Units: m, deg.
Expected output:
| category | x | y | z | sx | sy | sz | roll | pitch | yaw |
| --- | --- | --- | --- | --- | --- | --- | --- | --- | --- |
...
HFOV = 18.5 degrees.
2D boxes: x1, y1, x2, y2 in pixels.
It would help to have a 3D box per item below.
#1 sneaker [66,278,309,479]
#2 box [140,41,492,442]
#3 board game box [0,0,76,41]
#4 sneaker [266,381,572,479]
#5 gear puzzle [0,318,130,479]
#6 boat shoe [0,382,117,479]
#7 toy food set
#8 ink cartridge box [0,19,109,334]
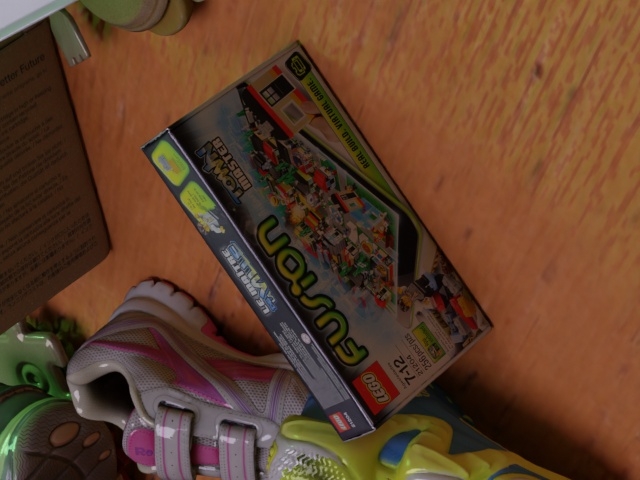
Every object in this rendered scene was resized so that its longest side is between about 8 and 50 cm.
| category | x | y | z | sx | sy | sz | roll | pitch | yaw |
| --- | --- | --- | --- | --- | --- | --- | --- | --- | --- |
| sneaker | -0.071 | 0.125 | 1.320 | 0.252 | 0.111 | 0.103 | 24 | 135 | 33 |
| box | 0.000 | 0.000 | 1.136 | 0.207 | 0.114 | 0.036 | 55 | 144 | -5 |
| board game box | -0.277 | -0.280 | 1.085 | 0.390 | 0.050 | 0.390 | -25 | 101 | 20 |
| sneaker | 0.091 | 0.135 | 1.187 | 0.240 | 0.126 | 0.091 | 20 | 126 | -4 |
| gear puzzle | -0.230 | 0.123 | 1.551 | 0.175 | 0.044 | 0.339 | -1 | 120 | 40 |
| boat shoe | -0.235 | 0.250 | 1.542 | 0.130 | 0.132 | 0.355 | 30 | 128 | 32 |
| toy food set | -0.121 | -0.183 | 1.188 | 0.192 | 0.038 | 0.132 | -14 | 102 | 57 |
| ink cartridge box | -0.266 | -0.020 | 1.307 | 0.088 | 0.234 | 0.193 | 15 | 130 | 39 |
